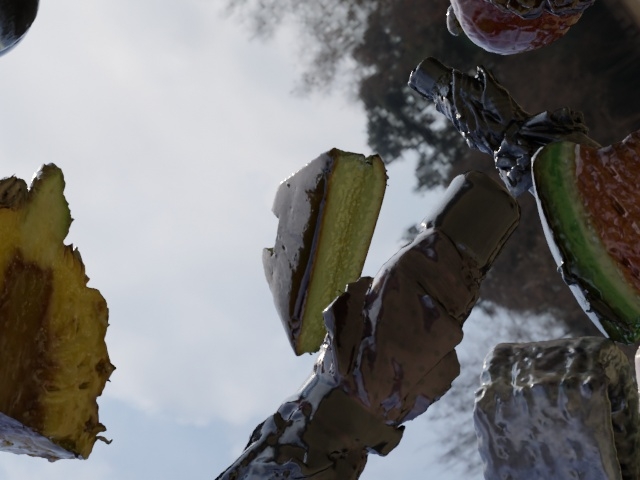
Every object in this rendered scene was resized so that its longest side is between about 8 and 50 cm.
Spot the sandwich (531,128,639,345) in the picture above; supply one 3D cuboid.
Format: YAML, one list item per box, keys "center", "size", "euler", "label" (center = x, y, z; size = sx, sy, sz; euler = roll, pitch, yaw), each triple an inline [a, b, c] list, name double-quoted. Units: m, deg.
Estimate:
- center: [0.408, -0.048, 1.211]
  size: [0.250, 0.301, 0.162]
  euler: [62, -162, 21]
  label: "sandwich"

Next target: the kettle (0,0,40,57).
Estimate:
- center: [-0.338, -0.254, 0.917]
  size: [0.271, 0.207, 0.250]
  euler: [76, 175, -57]
  label: "kettle"

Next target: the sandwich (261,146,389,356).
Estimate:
- center: [0.000, 0.000, 1.099]
  size: [0.090, 0.244, 0.088]
  euler: [-5, -150, -33]
  label: "sandwich"

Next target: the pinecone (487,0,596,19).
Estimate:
- center: [0.201, -0.275, 0.941]
  size: [0.163, 0.163, 0.165]
  euler: [52, -149, -5]
  label: "pinecone"

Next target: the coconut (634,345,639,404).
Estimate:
- center: [0.540, 0.192, 1.516]
  size: [0.171, 0.171, 0.183]
  euler: [23, -127, -58]
  label: "coconut"

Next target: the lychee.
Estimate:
- center: [0.287, -0.415, 1.600]
  size: [0.255, 0.300, 0.255]
  euler: [46, -145, -46]
  label: "lychee"

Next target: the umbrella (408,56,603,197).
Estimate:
- center: [0.277, -0.177, 1.496]
  size: [0.336, 0.154, 0.128]
  euler: [53, 167, 28]
  label: "umbrella"

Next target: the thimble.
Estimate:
- center: [0.283, 0.229, 1.206]
  size: [0.217, 0.157, 0.245]
  euler: [-70, -36, -47]
  label: "thimble"

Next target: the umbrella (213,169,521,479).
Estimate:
- center: [0.028, 0.094, 0.660]
  size: [0.094, 0.326, 0.090]
  euler: [36, 171, 13]
  label: "umbrella"

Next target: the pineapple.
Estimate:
- center: [-0.372, 0.058, 1.065]
  size: [0.344, 0.209, 0.286]
  euler: [48, -140, -51]
  label: "pineapple"
